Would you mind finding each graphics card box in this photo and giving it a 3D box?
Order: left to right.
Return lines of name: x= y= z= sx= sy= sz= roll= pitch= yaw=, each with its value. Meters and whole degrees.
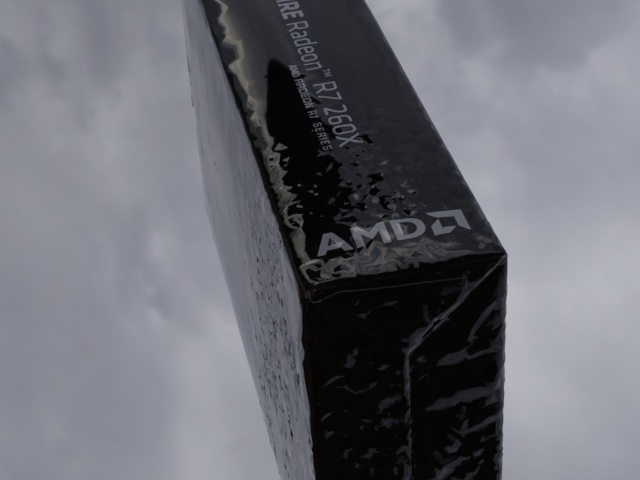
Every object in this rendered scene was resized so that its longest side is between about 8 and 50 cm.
graphics card box: x=0.000 y=0.000 z=0.769 sx=0.371 sy=0.094 sz=0.232 roll=-110 pitch=-167 yaw=-54
